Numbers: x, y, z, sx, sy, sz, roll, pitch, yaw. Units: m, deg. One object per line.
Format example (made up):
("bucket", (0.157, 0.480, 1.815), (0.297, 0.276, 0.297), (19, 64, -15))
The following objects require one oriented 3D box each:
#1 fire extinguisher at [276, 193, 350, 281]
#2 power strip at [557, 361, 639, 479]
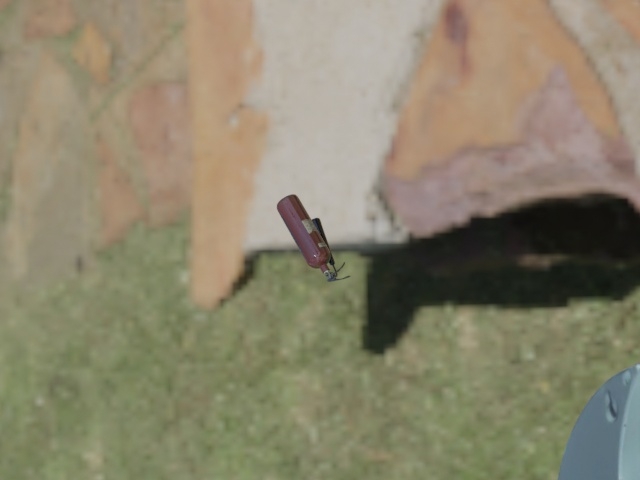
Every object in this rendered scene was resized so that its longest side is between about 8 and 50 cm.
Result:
("fire extinguisher", (-0.005, 0.004, 1.896), (0.100, 0.032, 0.046), (60, -179, 18))
("power strip", (0.173, 0.175, 0.997), (0.137, 0.044, 0.216), (-50, 46, 51))
